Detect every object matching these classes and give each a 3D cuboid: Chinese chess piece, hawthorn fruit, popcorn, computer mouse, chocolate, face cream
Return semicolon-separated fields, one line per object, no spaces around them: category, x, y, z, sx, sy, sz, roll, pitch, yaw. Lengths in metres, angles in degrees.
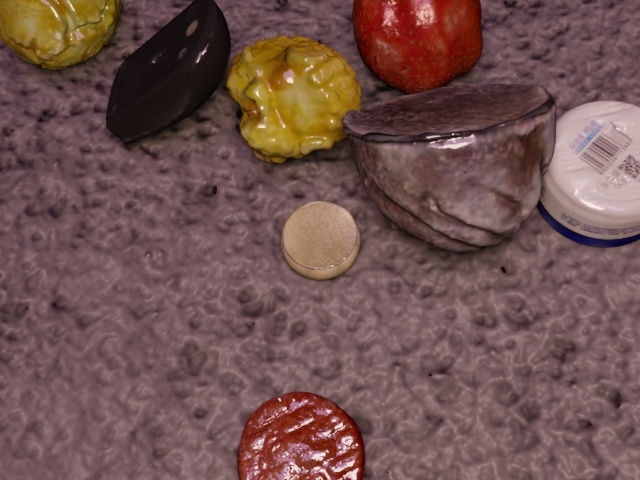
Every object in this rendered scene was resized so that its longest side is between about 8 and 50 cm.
Chinese chess piece;0.000;0.000;1.262;0.122;0.051;0.122;-1;66;3
hawthorn fruit;0.145;-0.348;1.289;0.205;0.253;0.205;-9;57;13
popcorn;-0.047;-0.214;1.303;0.226;0.200;0.203;16;109;8
computer mouse;-0.228;-0.265;1.333;0.269;0.100;0.170;-26;44;36
chocolate;0.187;-0.092;1.187;0.303;0.303;0.213;-9;110;3
face cream;0.421;-0.102;1.230;0.205;0.111;0.206;-2;66;4
popcorn;-0.445;-0.399;1.421;0.204;0.184;0.221;27;70;10

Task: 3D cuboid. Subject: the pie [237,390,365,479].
pie;-0.027;0.294;1.133;0.182;0.049;0.182;-3;64;6
